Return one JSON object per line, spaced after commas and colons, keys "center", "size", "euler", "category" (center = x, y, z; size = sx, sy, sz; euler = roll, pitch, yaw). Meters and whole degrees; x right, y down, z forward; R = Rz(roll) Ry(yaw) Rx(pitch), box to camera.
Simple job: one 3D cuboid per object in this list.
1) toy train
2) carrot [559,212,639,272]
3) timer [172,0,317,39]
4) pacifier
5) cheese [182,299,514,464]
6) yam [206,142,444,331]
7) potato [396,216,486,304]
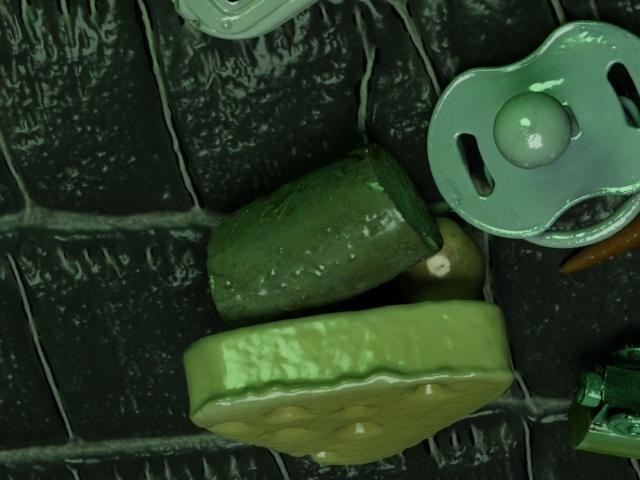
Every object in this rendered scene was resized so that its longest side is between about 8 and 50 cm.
{"center": [0.468, 0.222, 2.083], "size": [0.307, 0.126, 0.189], "euler": [10, 159, -7], "category": "toy train"}
{"center": [0.375, -0.012, 1.936], "size": [0.216, 0.048, 0.048], "euler": [-35, 120, 30], "category": "carrot"}
{"center": [-0.090, -0.335, 1.662], "size": [0.237, 0.087, 0.262], "euler": [-31, 120, 23], "category": "timer"}
{"center": [0.245, -0.107, 1.743], "size": [0.287, 0.226, 0.238], "euler": [-21, 85, 20], "category": "pacifier"}
{"center": [0.003, 0.172, 1.915], "size": [0.384, 0.104, 0.384], "euler": [-6, 158, -2], "category": "cheese"}
{"center": [0.000, 0.000, 1.871], "size": [0.268, 0.161, 0.161], "euler": [-27, 123, 25], "category": "yam"}
{"center": [0.146, 0.039, 1.939], "size": [0.112, 0.112, 0.147], "euler": [-9, 121, 7], "category": "potato"}
